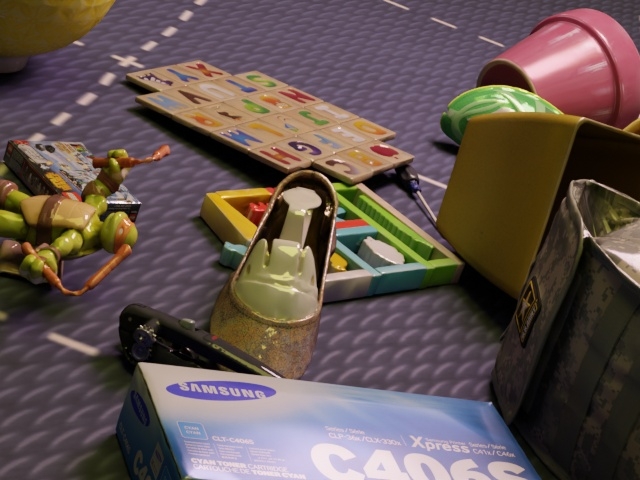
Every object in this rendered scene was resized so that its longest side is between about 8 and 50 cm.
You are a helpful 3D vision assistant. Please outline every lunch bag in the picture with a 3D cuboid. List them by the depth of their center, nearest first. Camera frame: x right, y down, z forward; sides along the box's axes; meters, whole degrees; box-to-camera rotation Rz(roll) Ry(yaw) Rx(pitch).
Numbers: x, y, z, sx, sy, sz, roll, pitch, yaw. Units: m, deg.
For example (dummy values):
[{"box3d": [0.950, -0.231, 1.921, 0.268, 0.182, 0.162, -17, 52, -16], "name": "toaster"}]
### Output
[{"box3d": [0.287, 0.106, 1.636, 0.169, 0.235, 0.287, -5, 34, -38], "name": "lunch bag"}]

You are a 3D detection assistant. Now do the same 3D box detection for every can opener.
[{"box3d": [-0.103, 0.106, 1.529, 0.186, 0.059, 0.073, 21, 23, 23], "name": "can opener"}]

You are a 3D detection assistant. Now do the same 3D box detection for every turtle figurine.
[{"box3d": [-0.261, -0.026, 1.631, 0.217, 0.087, 0.269, 13, 37, 8], "name": "turtle figurine"}]

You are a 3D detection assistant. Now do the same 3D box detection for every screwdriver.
[{"box3d": [0.127, -0.055, 2.103, 0.024, 0.025, 0.170, 8, 26, -25], "name": "screwdriver"}]

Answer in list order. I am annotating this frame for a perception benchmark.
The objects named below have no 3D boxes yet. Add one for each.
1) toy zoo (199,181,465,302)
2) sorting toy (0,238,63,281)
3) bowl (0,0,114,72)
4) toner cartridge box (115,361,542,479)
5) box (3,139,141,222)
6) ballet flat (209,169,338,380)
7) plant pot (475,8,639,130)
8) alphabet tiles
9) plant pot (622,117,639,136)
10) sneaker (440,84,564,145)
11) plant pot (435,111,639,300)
[{"box3d": [0.000, 0.000, 1.882, 0.293, 0.030, 0.192, -6, 35, -45], "name": "toy zoo"}, {"box3d": [-0.281, 0.016, 1.651, 0.062, 0.012, 0.083, 10, 30, -12], "name": "sorting toy"}, {"box3d": [-0.391, -0.295, 2.036, 0.289, 0.156, 0.289, 18, 24, -8], "name": "bowl"}, {"box3d": [0.015, 0.195, 1.437, 0.348, 0.075, 0.165, 8, 26, -25], "name": "toner cartridge box"}, {"box3d": [-0.266, -0.063, 1.809, 0.094, 0.027, 0.137, 0, 31, -41], "name": "box"}, {"box3d": [-0.040, 0.026, 1.662, 0.107, 0.106, 0.316, 14, 32, -2], "name": "ballet flat"}, {"box3d": [0.329, -0.218, 2.420, 0.180, 0.201, 0.201, -19, 44, -34], "name": "plant pot"}, {"box3d": [-0.063, -0.155, 2.139, 0.342, 0.011, 0.285, 26, 23, 23], "name": "alphabet tiles"}, {"box3d": [0.485, -0.023, 2.085, 0.254, 0.254, 0.239, 36, 12, 31], "name": "plant pot"}, {"box3d": [0.302, -0.121, 2.273, 0.295, 0.109, 0.123, 24, 21, 6], "name": "sneaker"}, {"box3d": [0.261, -0.045, 1.959, 0.212, 0.212, 0.187, 11, 10, -44], "name": "plant pot"}]
